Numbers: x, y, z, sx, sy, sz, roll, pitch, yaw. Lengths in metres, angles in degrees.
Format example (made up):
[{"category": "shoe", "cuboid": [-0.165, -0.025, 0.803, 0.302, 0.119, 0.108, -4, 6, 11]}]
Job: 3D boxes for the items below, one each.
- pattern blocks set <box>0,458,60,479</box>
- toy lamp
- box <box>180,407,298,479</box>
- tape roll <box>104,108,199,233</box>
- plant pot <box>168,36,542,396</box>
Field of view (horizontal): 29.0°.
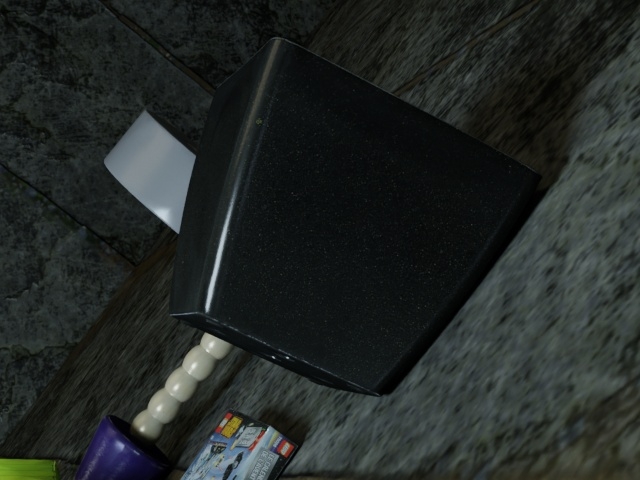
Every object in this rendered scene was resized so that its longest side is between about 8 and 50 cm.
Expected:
[{"category": "pattern blocks set", "cuboid": [-0.296, 0.228, 1.003, 0.285, 0.324, 0.026, -41, 51, 50]}, {"category": "toy lamp", "cuboid": [-0.119, 0.127, 1.128, 0.275, 0.080, 0.080, -50, 10, 0]}, {"category": "box", "cuboid": [-0.068, 0.171, 0.888, 0.094, 0.027, 0.137, -55, 11, -11]}, {"category": "tape roll", "cuboid": [-0.120, -0.043, 1.300, 0.072, 0.219, 0.219, -51, 10, 3]}, {"category": "plant pot", "cuboid": [0.000, 0.000, 0.804, 0.167, 0.187, 0.188, -67, 13, -11]}]
